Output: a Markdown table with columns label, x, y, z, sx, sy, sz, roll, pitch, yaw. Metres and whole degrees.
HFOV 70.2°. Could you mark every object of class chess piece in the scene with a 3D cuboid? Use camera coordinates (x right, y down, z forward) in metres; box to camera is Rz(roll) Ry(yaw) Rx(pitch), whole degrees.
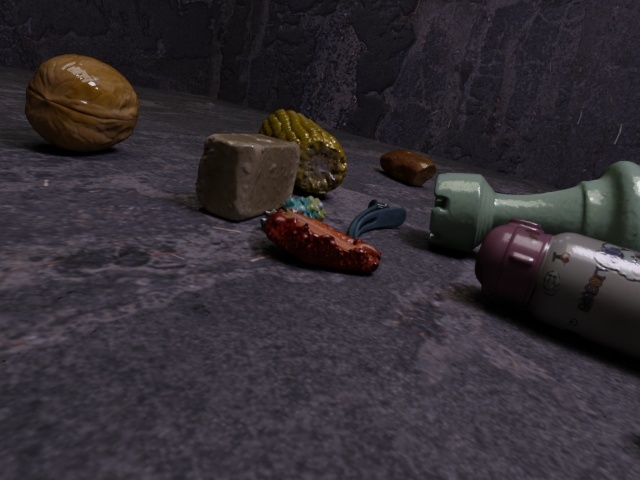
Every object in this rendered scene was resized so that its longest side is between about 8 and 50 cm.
| label | x | y | z | sx | sy | sz | roll | pitch | yaw |
| --- | --- | --- | --- | --- | --- | --- | --- | --- | --- |
| chess piece | 0.320 | -0.031 | 0.684 | 0.299 | 0.194 | 0.194 | 8 | 16 | 15 |

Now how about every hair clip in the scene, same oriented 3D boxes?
| label | x | y | z | sx | sy | sz | roll | pitch | yaw |
| --- | --- | --- | --- | --- | --- | --- | --- | --- | --- |
| hair clip | 0.071 | -0.020 | 0.695 | 0.070 | 0.039 | 0.229 | 18 | 23 | 19 |
| hair clip | -0.028 | -0.040 | 0.677 | 0.049 | 0.049 | 0.173 | 19 | 17 | 19 |

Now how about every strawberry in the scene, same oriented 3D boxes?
| label | x | y | z | sx | sy | sz | roll | pitch | yaw |
| --- | --- | --- | --- | --- | --- | --- | --- | --- | --- |
| strawberry | -0.002 | 0.003 | 0.548 | 0.152 | 0.048 | 0.104 | 29 | 13 | 5 |

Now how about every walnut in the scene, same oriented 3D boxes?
| label | x | y | z | sx | sy | sz | roll | pitch | yaw |
| --- | --- | --- | --- | --- | --- | --- | --- | --- | --- |
| walnut | -0.416 | -0.239 | 0.804 | 0.165 | 0.165 | 0.197 | 13 | 21 | -1 |

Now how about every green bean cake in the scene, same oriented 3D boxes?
| label | x | y | z | sx | sy | sz | roll | pitch | yaw |
| --- | --- | --- | --- | --- | --- | --- | --- | --- | --- |
| green bean cake | -0.104 | -0.101 | 0.687 | 0.085 | 0.109 | 0.179 | 18 | 19 | 16 |

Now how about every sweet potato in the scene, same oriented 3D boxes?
| label | x | y | z | sx | sy | sz | roll | pitch | yaw |
| --- | --- | --- | --- | --- | --- | --- | --- | --- | --- |
| sweet potato | 0.245 | -0.217 | 1.345 | 0.097 | 0.097 | 0.252 | 4 | 15 | -26 |

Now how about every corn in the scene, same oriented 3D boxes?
| label | x | y | z | sx | sy | sz | roll | pitch | yaw |
| --- | --- | --- | --- | --- | --- | --- | --- | --- | --- |
| corn | -0.051 | -0.203 | 0.991 | 0.144 | 0.143 | 0.387 | 7 | 18 | -19 |

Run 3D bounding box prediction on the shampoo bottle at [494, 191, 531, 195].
| label | x | y | z | sx | sy | sz | roll | pitch | yaw |
| --- | --- | --- | --- | --- | --- | --- | --- | --- | --- |
| shampoo bottle | 0.421 | -0.074 | 1.033 | 0.310 | 0.071 | 0.098 | 2 | 21 | -31 |

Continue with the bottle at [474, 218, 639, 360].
| label | x | y | z | sx | sy | sz | roll | pitch | yaw |
| --- | --- | --- | --- | --- | --- | --- | --- | --- | --- |
| bottle | 0.289 | 0.051 | 0.494 | 0.233 | 0.109 | 0.110 | 22 | 20 | 25 |
